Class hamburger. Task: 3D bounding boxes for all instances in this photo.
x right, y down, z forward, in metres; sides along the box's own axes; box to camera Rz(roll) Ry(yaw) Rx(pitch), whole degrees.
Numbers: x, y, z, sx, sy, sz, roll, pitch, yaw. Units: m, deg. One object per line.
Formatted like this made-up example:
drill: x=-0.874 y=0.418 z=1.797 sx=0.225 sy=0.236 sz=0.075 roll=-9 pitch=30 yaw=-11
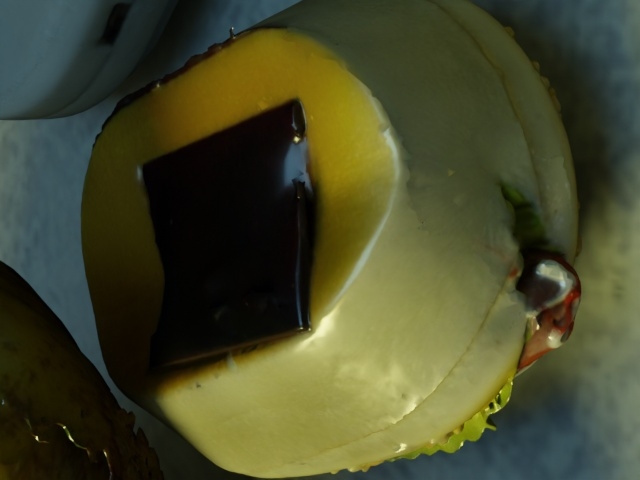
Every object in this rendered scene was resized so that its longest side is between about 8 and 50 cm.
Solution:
hamburger: x=0.000 y=0.000 z=0.681 sx=0.210 sy=0.116 sz=0.173 roll=-26 pitch=69 yaw=47

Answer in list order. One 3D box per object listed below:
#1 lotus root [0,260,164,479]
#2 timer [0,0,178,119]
lotus root: x=-0.154 y=0.170 z=0.746 sx=0.179 sy=0.196 sz=0.397 roll=-126 pitch=25 yaw=-45
timer: x=-0.134 y=-0.194 z=0.806 sx=0.262 sy=0.087 sz=0.237 roll=50 pitch=125 yaw=29
